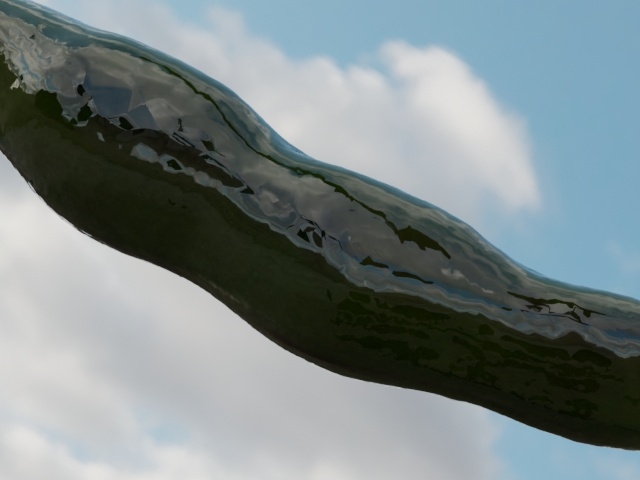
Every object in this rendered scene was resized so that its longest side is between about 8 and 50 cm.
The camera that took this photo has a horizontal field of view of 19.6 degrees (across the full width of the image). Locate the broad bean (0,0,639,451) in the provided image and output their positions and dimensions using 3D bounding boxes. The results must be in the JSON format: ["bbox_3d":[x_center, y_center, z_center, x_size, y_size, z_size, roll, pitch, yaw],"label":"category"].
[{"bbox_3d":[-0.001,0.001,0.481,0.297,0.060,0.043,26,-30,14],"label":"broad bean"}]
